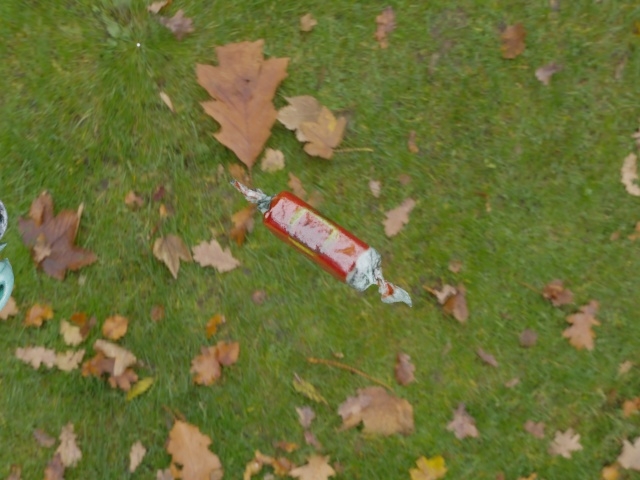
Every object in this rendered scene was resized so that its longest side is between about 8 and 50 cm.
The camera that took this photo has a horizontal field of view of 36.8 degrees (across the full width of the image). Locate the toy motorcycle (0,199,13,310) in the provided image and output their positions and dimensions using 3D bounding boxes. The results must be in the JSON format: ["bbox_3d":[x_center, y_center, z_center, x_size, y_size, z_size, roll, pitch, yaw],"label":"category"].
[{"bbox_3d":[-0.491,0.076,1.186,0.296,0.109,0.198,-39,118,-33],"label":"toy motorcycle"}]

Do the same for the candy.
[{"bbox_3d":[0.001,-0.001,1.251,0.292,0.086,0.059,34,83,9],"label":"candy"}]
